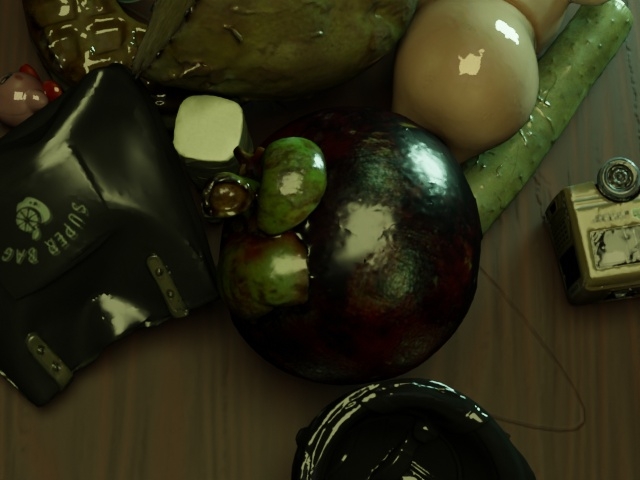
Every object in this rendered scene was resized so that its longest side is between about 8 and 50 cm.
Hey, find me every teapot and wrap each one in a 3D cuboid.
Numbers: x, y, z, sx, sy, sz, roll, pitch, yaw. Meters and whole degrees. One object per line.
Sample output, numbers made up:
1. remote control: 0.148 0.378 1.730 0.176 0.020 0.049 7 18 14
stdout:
1. teapot: -0.117 -0.085 1.733 0.077 0.200 0.107 6 80 3

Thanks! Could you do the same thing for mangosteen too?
1. mangosteen: 0.000 0.000 1.647 0.360 0.306 0.306 10 70 -29

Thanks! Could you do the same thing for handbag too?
1. handbag: -0.285 0.006 1.703 0.342 0.152 0.288 -33 92 6

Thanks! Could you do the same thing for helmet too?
1. helmet: 0.090 0.268 1.659 0.279 0.160 0.230 31 81 -15

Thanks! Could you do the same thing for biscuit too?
1. biscuit: -0.192 -0.286 1.841 0.332 0.103 0.332 1 73 -5

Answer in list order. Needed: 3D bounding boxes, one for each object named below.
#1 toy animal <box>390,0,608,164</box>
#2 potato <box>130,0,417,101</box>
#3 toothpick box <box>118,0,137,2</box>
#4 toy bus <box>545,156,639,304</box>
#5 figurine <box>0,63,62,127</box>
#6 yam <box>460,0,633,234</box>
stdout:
1. toy animal: 0.182 -0.248 1.782 0.237 0.269 0.326 28 32 -15
2. potato: -0.029 -0.261 1.681 0.237 0.289 0.301 28 37 -18
3. toothpick box: -0.224 -0.321 1.768 0.052 0.052 0.083 -20 77 -10
4. toy bus: 0.418 -0.016 1.784 0.290 0.139 0.157 -9 77 -6
5. figurine: -0.350 -0.165 1.807 0.071 0.083 0.067 -29 120 -36
6. yam: 0.254 -0.143 1.843 0.083 0.083 0.371 37 72 7
